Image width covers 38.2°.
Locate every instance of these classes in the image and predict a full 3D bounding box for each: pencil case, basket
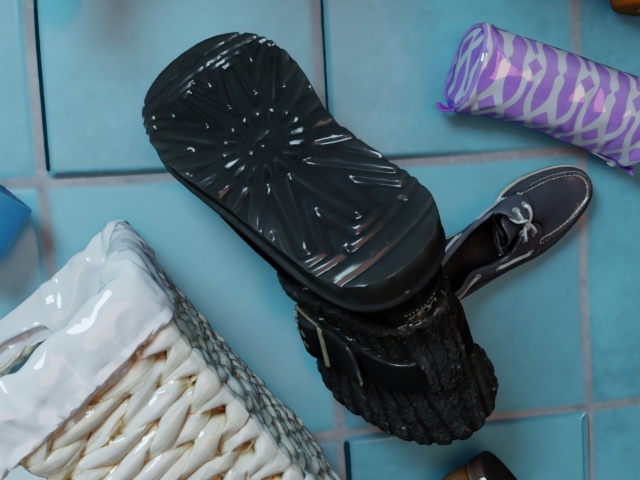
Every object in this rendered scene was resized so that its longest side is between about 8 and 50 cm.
[{"bbox_3d":[0.216,-0.129,0.844,0.206,0.086,0.088,18,118,-11],"label":"pencil case"},{"bbox_3d":[-0.171,0.194,0.661,0.328,0.331,0.266,-44,103,-5],"label":"basket"}]

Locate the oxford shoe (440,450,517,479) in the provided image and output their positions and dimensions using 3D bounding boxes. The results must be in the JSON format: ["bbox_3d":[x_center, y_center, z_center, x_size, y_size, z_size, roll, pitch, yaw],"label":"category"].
[{"bbox_3d":[0.183,0.293,0.882,0.076,0.076,0.212,-33,104,23],"label":"oxford shoe"}]

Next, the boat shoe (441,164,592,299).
[{"bbox_3d":[0.174,-0.002,0.850,0.206,0.065,0.075,-31,99,-8],"label":"boat shoe"}]

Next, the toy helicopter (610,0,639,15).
[{"bbox_3d":[0.437,-0.275,0.785,0.355,0.235,0.140,1,94,-6],"label":"toy helicopter"}]

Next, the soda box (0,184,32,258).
[{"bbox_3d":[-0.329,-0.050,0.693,0.210,0.067,0.071,36,85,-45],"label":"soda box"}]

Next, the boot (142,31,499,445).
[{"bbox_3d":[-0.003,0.003,0.772,0.131,0.348,0.260,-36,142,-6],"label":"boot"}]
